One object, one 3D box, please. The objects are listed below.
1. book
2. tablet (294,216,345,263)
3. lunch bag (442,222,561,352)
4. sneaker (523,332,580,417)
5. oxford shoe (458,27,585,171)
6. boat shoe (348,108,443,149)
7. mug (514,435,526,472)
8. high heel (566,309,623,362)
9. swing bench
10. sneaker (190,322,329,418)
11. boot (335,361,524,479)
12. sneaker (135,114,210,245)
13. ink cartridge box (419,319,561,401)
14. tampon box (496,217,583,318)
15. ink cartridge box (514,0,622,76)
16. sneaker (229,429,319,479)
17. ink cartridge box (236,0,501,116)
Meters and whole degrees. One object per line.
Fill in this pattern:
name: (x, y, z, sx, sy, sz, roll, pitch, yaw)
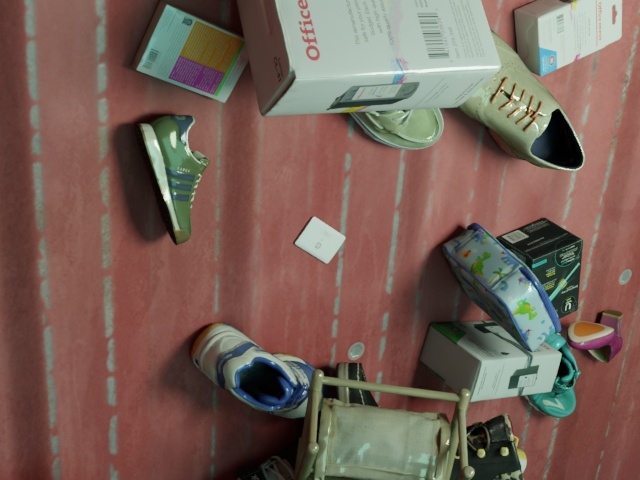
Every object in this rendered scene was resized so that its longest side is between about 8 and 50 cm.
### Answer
book: (-0.170, -0.251, 1.398, 0.144, 0.035, 0.096, 17, 107, -39)
tablet: (0.000, 0.000, 1.667, 0.083, 0.006, 0.054, 33, 94, -41)
lunch bag: (0.311, 0.082, 1.785, 0.090, 0.219, 0.176, -37, 129, -5)
sneaker: (0.459, 0.268, 2.061, 0.107, 0.110, 0.275, -37, 130, -13)
oxford shoe: (0.299, -0.235, 1.652, 0.397, 0.146, 0.140, 29, 96, -41)
boat shoe: (0.091, -0.210, 1.557, 0.302, 0.094, 0.109, 27, 98, -41)
mug: (0.380, 0.446, 2.146, 0.064, 0.078, 0.062, 25, 133, -32)
high heel: (0.545, 0.216, 2.081, 0.244, 0.082, 0.117, -18, 118, -60)
swing bench: (0.090, 0.358, 1.644, 0.253, 0.165, 0.255, 9, 133, -3)
sneaker: (-0.077, 0.238, 1.662, 0.296, 0.131, 0.112, 30, 94, -42)
boot: (0.192, 0.349, 1.798, 0.284, 0.138, 0.377, -14, 110, 10)
sneaker: (-0.190, -0.088, 1.447, 0.086, 0.064, 0.192, -23, 122, -17)
ink cartridge box: (0.313, 0.216, 1.904, 0.208, 0.153, 0.087, 0, 113, -36)
tampon box: (0.400, 0.063, 1.913, 0.120, 0.101, 0.161, -20, 125, -24)
ink cartridge box: (0.412, -0.357, 1.721, 0.181, 0.061, 0.104, -26, 127, -21)
sneaker: (-0.109, 0.442, 1.753, 0.330, 0.122, 0.146, -48, 133, -4)
ink cartridge box: (0.057, -0.293, 1.379, 0.306, 0.131, 0.226, -6, 74, -24)
